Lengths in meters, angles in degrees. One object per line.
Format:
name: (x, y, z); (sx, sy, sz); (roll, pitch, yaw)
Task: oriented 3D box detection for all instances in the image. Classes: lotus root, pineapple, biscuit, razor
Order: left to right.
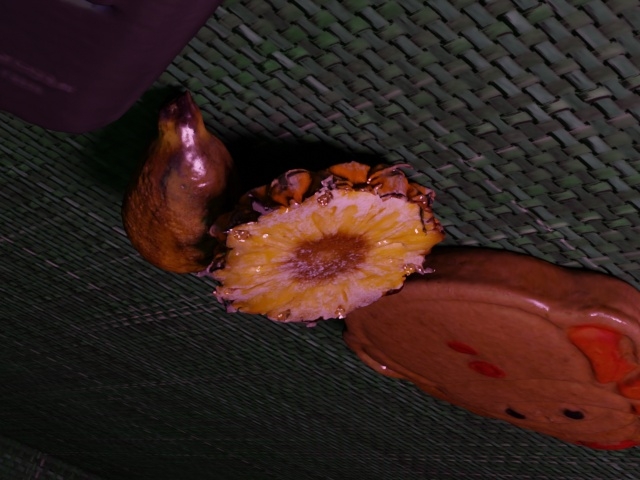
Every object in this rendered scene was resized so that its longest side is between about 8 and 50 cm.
razor: (-0.139, -0.170, 0.553); (0.189, 0.107, 0.327); (25, 156, -17)
lotus root: (-0.112, -0.042, 0.834); (0.108, 0.095, 0.191); (1, 152, -4)
pineapple: (0.000, 0.000, 0.815); (0.221, 0.047, 0.221); (-10, 149, -6)
biscuit: (0.207, 0.119, 0.991); (0.358, 0.074, 0.381); (-7, 143, 47)
